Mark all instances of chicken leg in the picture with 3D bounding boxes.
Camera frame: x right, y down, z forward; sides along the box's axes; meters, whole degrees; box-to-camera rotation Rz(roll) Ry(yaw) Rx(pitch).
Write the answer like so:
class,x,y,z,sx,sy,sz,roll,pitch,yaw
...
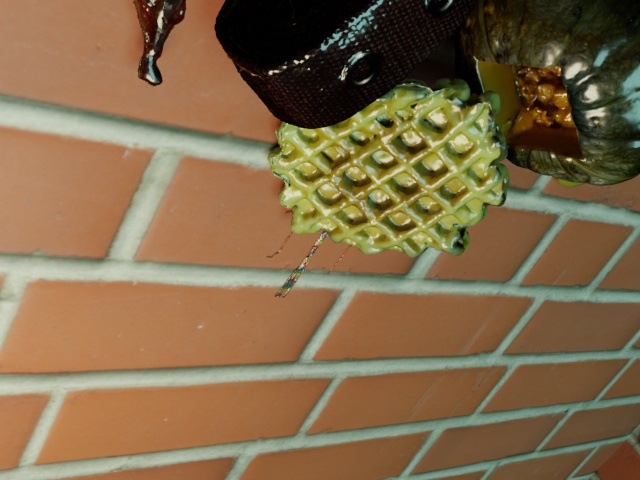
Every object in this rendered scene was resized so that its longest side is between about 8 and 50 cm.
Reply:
class,x,y,z,sx,sy,sz,roll,pitch,yaw
chicken leg,-0.173,-0.256,0.816,0.089,0.048,0.219,-25,142,-9

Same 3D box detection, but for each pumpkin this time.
class,x,y,z,sx,sy,sz,roll,pitch,yaw
pumpkin,0.310,-0.213,1.030,0.192,0.320,0.320,-42,148,-27

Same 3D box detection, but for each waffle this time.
class,x,y,z,sx,sy,sz,roll,pitch,yaw
waffle,0.089,-0.094,1.089,0.317,0.073,0.297,6,135,6

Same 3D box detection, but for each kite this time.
class,x,y,z,sx,sy,sz,roll,pitch,yaw
kite,0.000,0.000,1.262,0.198,0.006,0.244,18,118,-48

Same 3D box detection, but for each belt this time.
class,x,y,z,sx,sy,sz,roll,pitch,yaw
belt,0.041,-0.249,0.881,0.289,0.184,0.164,-38,142,4

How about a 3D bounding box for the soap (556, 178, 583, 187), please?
class,x,y,z,sx,sy,sz,roll,pitch,yaw
soap,0.460,-0.135,1.423,0.089,0.045,0.140,-20,163,-8
